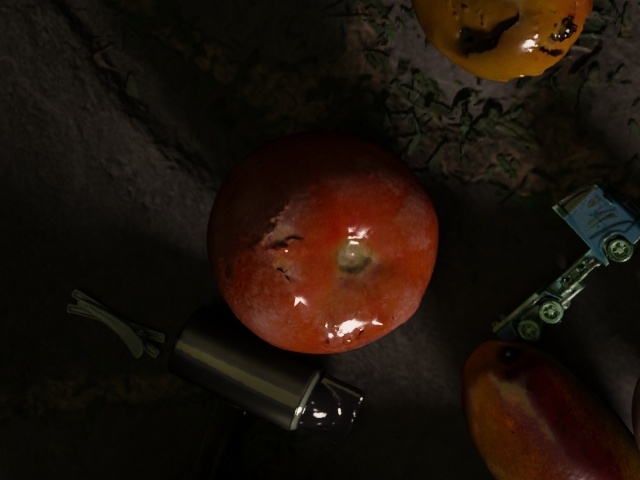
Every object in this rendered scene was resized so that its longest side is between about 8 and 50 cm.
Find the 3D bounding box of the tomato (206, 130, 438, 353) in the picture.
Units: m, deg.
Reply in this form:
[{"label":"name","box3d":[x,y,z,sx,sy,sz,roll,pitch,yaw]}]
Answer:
[{"label":"tomato","box3d":[0.000,0.000,0.951,0.208,0.184,0.208,-4,102,-19]}]

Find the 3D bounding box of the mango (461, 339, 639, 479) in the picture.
[{"label":"mango","box3d":[0.224,0.199,0.959,0.133,0.111,0.267,-36,98,31]}]

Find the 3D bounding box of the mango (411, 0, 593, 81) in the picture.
[{"label":"mango","box3d":[0.127,-0.249,0.886,0.249,0.151,0.156,50,120,10]}]

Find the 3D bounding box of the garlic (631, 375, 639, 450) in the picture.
[{"label":"garlic","box3d":[0.354,0.176,0.915,0.128,0.115,0.207,-36,85,13]}]

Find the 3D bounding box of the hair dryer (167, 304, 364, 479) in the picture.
[{"label":"hair dryer","box3d":[-0.081,0.213,1.086,0.195,0.078,0.248,26,116,10]}]

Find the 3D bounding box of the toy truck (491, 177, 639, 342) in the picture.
[{"label":"toy truck","box3d":[0.219,0.020,0.957,0.081,0.067,0.175,48,113,9]}]

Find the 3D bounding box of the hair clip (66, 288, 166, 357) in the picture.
[{"label":"hair clip","box3d":[-0.225,0.090,1.112,0.115,0.039,0.030,27,101,12]}]
